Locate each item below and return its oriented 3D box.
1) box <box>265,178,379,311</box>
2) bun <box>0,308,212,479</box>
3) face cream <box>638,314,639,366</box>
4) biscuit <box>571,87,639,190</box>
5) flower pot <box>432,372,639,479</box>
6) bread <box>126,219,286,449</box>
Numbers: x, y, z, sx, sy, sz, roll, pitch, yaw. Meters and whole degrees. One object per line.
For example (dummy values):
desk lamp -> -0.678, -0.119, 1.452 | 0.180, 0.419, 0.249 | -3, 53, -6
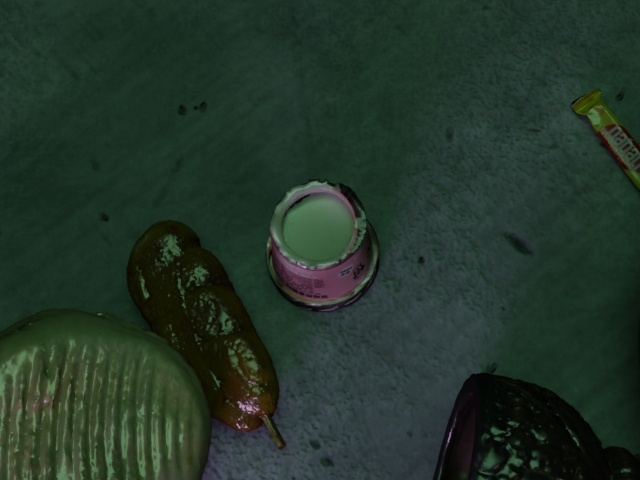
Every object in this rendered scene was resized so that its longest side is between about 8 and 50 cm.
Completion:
box -> 0.000, 0.000, 1.732 | 0.151, 0.135, 0.151 | -1, 67, 3
bun -> -0.308, 0.258, 1.608 | 0.362, 0.234, 0.326 | -25, 75, -21
face cream -> 0.508, 0.067, 1.581 | 0.219, 0.312, 0.357 | 21, 65, -9
biscuit -> 0.436, -0.083, 1.795 | 0.048, 0.026, 0.292 | -37, 70, 10
flower pot -> 0.275, 0.305, 1.544 | 0.267, 0.266, 0.267 | 13, 70, -1
bread -> -0.137, 0.125, 1.721 | 0.124, 0.084, 0.344 | -38, 70, 13
